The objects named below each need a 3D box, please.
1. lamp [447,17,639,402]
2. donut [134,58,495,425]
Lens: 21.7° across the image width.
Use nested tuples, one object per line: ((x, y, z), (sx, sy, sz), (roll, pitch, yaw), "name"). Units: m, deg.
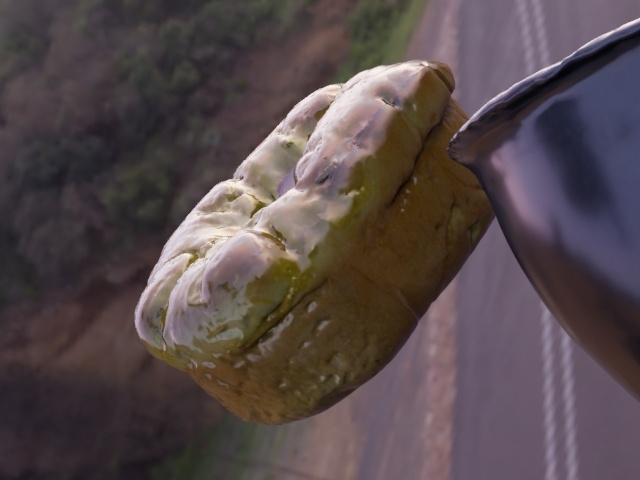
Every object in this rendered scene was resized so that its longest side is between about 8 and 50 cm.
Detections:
((0.141, 0.056, 0.366), (0.147, 0.172, 0.227), (21, -132, -76), "lamp")
((0.000, 0.000, 1.082), (0.261, 0.128, 0.208), (-49, 17, -24), "donut")
